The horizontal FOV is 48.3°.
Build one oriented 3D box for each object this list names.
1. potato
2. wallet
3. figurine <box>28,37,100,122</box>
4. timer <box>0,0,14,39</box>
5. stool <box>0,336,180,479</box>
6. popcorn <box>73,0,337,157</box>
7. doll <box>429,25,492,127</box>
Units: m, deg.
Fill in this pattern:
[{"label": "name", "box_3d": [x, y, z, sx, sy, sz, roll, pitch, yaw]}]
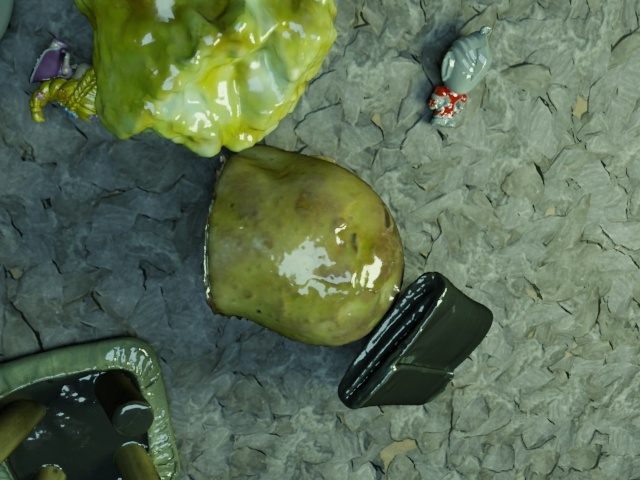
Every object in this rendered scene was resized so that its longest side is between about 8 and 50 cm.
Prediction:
[{"label": "potato", "box_3d": [0.000, 0.000, 1.023, 0.237, 0.301, 0.289, 0, 103, 18]}, {"label": "wallet", "box_3d": [0.171, 0.176, 1.152, 0.228, 0.062, 0.406, -54, 154, 4]}, {"label": "figurine", "box_3d": [-0.333, -0.198, 1.014, 0.156, 0.095, 0.115, 26, 88, -17]}, {"label": "timer", "box_3d": [-0.481, -0.296, 0.862, 0.240, 0.233, 0.233, 35, 98, 22]}, {"label": "stool", "box_3d": [-0.382, 0.343, 1.108, 0.310, 0.226, 0.310, -13, 108, -11]}, {"label": "popcorn", "box_3d": [-0.150, -0.290, 0.962, 0.334, 0.292, 0.293, -11, 135, -18]}, {"label": "doll", "box_3d": [0.226, -0.264, 1.157, 0.094, 0.079, 0.180, 6, 119, -32]}]
